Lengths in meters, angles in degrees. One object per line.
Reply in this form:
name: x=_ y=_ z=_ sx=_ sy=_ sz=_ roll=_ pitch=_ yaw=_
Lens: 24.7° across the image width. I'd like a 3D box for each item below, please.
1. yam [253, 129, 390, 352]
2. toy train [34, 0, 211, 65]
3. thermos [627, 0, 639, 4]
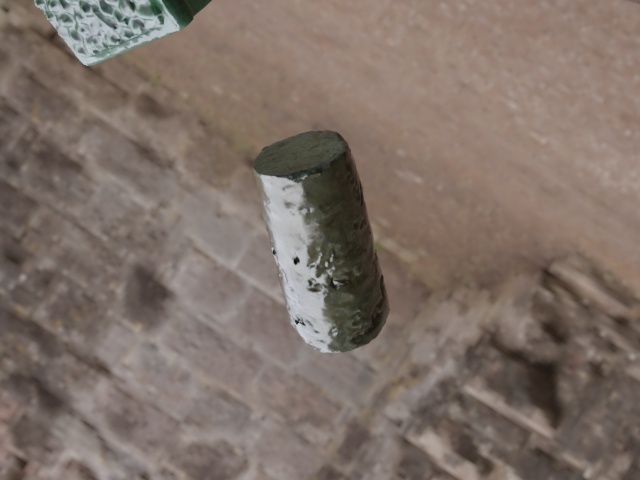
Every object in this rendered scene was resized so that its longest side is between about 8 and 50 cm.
yam: x=0.000 y=0.000 z=1.026 sx=0.078 sy=0.078 sz=0.179 roll=28 pitch=148 yaw=37
toy train: x=-0.125 y=-0.261 z=0.928 sx=0.145 sy=0.202 sz=0.266 roll=-9 pitch=121 yaw=54
thermos: x=0.096 y=-0.168 z=0.533 sx=0.265 sy=0.146 sz=0.176 roll=20 pitch=-148 yaw=30
